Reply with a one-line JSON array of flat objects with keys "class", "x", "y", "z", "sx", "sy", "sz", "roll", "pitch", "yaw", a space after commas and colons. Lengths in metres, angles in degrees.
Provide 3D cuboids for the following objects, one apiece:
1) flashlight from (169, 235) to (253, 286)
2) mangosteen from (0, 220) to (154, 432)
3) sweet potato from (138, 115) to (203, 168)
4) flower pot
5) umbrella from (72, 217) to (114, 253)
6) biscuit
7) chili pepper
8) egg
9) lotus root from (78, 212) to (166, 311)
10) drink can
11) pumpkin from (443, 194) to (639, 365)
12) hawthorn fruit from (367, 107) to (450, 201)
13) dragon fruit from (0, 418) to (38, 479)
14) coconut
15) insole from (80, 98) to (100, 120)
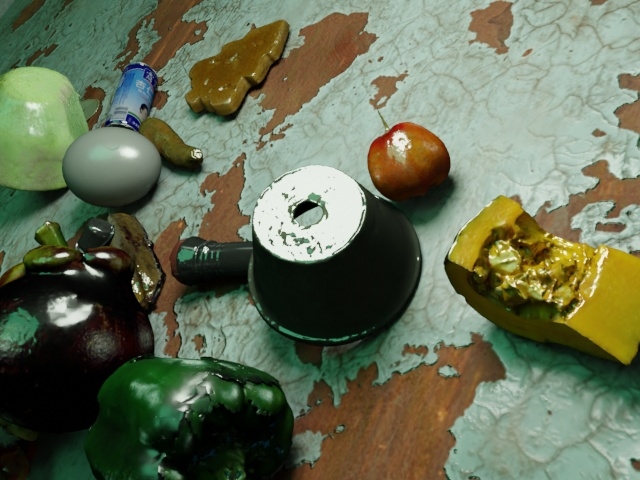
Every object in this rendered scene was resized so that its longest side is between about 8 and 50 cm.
[{"class": "flashlight", "x": -0.149, "y": 0.033, "z": 1.108, "sx": 0.232, "sy": 0.093, "sz": 0.093, "roll": -2, "pitch": 56, "yaw": 29}, {"class": "mangosteen", "x": -0.404, "y": 0.155, "z": 1.047, "sx": 0.297, "sy": 0.297, "sz": 0.313, "roll": 21, "pitch": 69, "yaw": 44}, {"class": "sweet potato", "x": -0.334, "y": -0.211, "z": 1.438, "sx": 0.075, "sy": 0.075, "sz": 0.273, "roll": -49, "pitch": 46, "yaw": -6}, {"class": "flower pot", "x": 0.000, "y": 0.000, "z": 0.915, "sx": 0.269, "sy": 0.166, "sz": 0.269, "roll": -8, "pitch": 58, "yaw": 13}, {"class": "umbrella", "x": -0.472, "y": 0.101, "z": 1.215, "sx": 0.326, "sy": 0.090, "sz": 0.094, "roll": -59, "pitch": 27, "yaw": 19}, {"class": "biscuit", "x": -0.186, "y": -0.402, "z": 1.495, "sx": 0.301, "sy": 0.043, "sz": 0.278, "roll": -37, "pitch": 41, "yaw": 5}, {"class": "chili pepper", "x": -0.180, "y": 0.262, "z": 0.848, "sx": 0.257, "sy": 0.233, "sz": 0.248, "roll": 3, "pitch": 56, "yaw": 45}, {"class": "egg", "x": -0.453, "y": -0.161, "z": 1.409, "sx": 0.232, "sy": 0.176, "sz": 0.176, "roll": -4, "pitch": 55, "yaw": 22}, {"class": "lotus root", "x": -0.418, "y": 0.044, "z": 1.296, "sx": 0.167, "sy": 0.078, "sz": 0.329, "roll": -47, "pitch": 43, "yaw": -1}, {"class": "drink can", "x": -0.478, "y": -0.340, "z": 1.624, "sx": 0.097, "sy": 0.097, "sz": 0.235, "roll": -19, "pitch": 48, "yaw": 24}, {"class": "pumpkin", "x": 0.279, "y": 0.055, "z": 0.756, "sx": 0.248, "sy": 0.126, "sz": 0.131, "roll": 33, "pitch": 72, "yaw": 27}, {"class": "hawthorn fruit", "x": 0.131, "y": -0.124, "z": 0.990, "sx": 0.125, "sy": 0.125, "sz": 0.140, "roll": -32, "pitch": 64, "yaw": 11}, {"class": "dragon fruit", "x": -0.603, "y": 0.311, "z": 1.143, "sx": 0.227, "sy": 0.243, "sz": 0.307, "roll": -41, "pitch": 79, "yaw": -23}, {"class": "coconut", "x": -0.738, "y": -0.265, "z": 1.637, "sx": 0.328, "sy": 0.281, "sz": 0.328, "roll": 17, "pitch": 112, "yaw": 51}, {"class": "insole", "x": -0.782, "y": -0.356, "z": 1.921, "sx": 0.348, "sy": 0.009, "sz": 0.119, "roll": -7, "pitch": 55, "yaw": 32}]
